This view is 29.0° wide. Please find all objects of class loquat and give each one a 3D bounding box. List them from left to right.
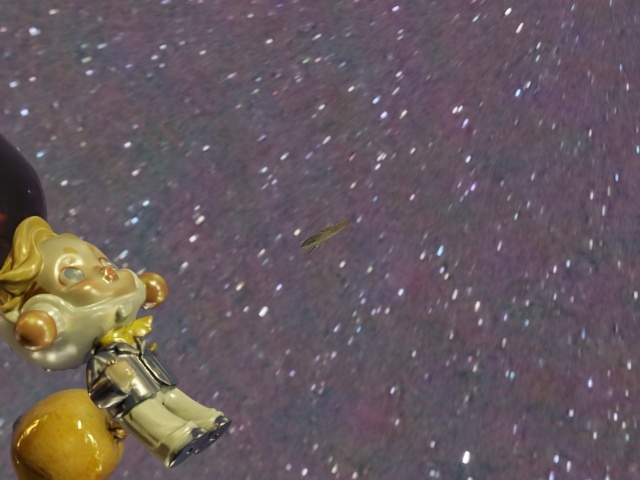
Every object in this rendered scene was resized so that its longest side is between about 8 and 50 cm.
[{"bbox_3d":[-0.322,0.261,1.581,0.163,0.163,0.137,-31,-101,20],"label":"loquat"}]

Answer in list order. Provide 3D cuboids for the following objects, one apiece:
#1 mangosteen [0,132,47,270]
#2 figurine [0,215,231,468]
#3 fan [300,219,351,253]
[{"bbox_3d":[-0.459,-0.009,1.351,0.313,0.297,0.297,-32,-83,39],"label":"mangosteen"},{"bbox_3d":[-0.202,0.099,1.190,0.274,0.194,0.133,36,-62,-6],"label":"figurine"},{"bbox_3d":[-0.003,0.000,1.322,0.080,0.060,0.003,-38,-104,35],"label":"fan"}]
